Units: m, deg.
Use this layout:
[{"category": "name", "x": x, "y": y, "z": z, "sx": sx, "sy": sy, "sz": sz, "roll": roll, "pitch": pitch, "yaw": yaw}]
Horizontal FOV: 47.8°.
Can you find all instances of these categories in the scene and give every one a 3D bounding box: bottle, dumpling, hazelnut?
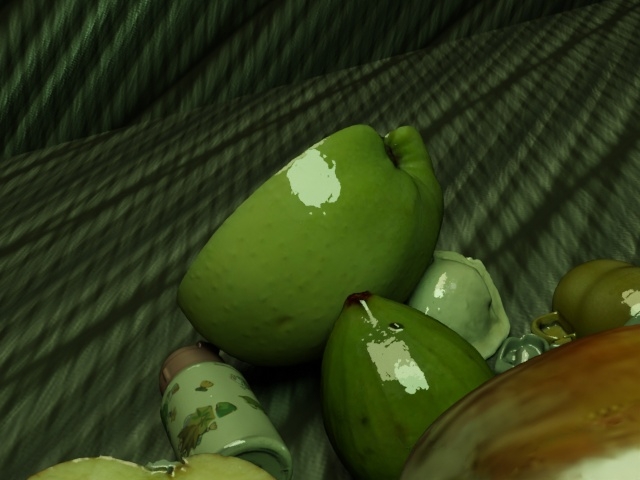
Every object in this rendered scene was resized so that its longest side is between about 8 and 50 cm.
[{"category": "bottle", "x": -0.132, "y": 0.219, "z": 0.886, "sx": 0.121, "sy": 0.120, "sz": 0.253, "roll": -20, "pitch": 28, "yaw": -17}, {"category": "dumpling", "x": 0.194, "y": 0.102, "z": 1.014, "sx": 0.155, "sy": 0.181, "sz": 0.111, "roll": 17, "pitch": -8, "yaw": -3}, {"category": "hazelnut", "x": 0.230, "y": 0.216, "z": 0.522, "sx": 0.373, "sy": 0.372, "sz": 0.315, "roll": -3, "pitch": 58, "yaw": 13}]

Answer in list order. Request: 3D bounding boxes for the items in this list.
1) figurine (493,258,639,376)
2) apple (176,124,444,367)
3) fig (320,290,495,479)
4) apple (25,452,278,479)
[{"category": "figurine", "x": 0.382, "y": 0.122, "z": 0.836, "sx": 0.343, "sy": 0.167, "sz": 0.285, "roll": 4, "pitch": 29, "yaw": -27}, {"category": "apple", "x": 0.000, "y": 0.000, "z": 0.978, "sx": 0.360, "sy": 0.312, "sz": 0.320, "roll": -46, "pitch": 26, "yaw": 24}, {"category": "fig", "x": 0.090, "y": 0.162, "z": 0.809, "sx": 0.203, "sy": 0.225, "sz": 0.203, "roll": -24, "pitch": 8, "yaw": 4}, {"category": "apple", "x": -0.163, "y": 0.330, "z": 0.647, "sx": 0.293, "sy": 0.163, "sz": 0.251, "roll": 6, "pitch": 24, "yaw": 1}]
